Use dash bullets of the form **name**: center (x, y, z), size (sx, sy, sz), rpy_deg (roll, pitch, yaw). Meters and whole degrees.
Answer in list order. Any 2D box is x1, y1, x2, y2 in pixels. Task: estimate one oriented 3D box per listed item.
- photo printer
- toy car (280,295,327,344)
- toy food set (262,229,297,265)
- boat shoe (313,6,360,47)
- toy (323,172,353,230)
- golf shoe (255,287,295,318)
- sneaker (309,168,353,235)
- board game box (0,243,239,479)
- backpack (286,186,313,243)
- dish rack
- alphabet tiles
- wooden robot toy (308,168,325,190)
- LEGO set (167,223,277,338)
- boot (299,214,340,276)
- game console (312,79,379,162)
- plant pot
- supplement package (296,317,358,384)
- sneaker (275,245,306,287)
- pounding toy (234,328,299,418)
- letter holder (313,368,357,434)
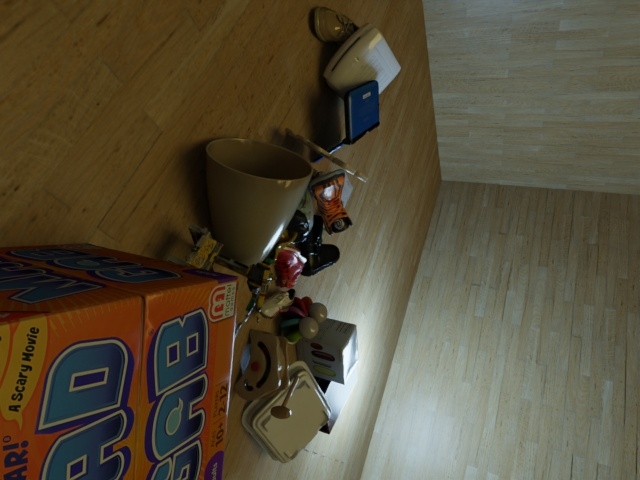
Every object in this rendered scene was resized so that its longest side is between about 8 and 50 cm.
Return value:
- **photo printer**: center (0.153, -0.638, 1.539), size (0.256, 0.107, 0.308), rpy_deg (-45, 160, 17)
- **toy car**: center (-0.077, 0.273, 1.471), size (0.136, 0.159, 0.182), rpy_deg (50, 44, -13)
- **toy food set**: center (-0.159, 0.022, 1.196), size (0.071, 0.218, 0.128), rpy_deg (43, 44, -12)
- **boat shoe**: center (0.072, -0.752, 1.464), size (0.302, 0.098, 0.109), rpy_deg (-21, 117, -61)
- **toy**: center (0.051, -0.150, 1.672), size (0.237, 0.056, 0.137), rpy_deg (-68, 155, -15)
- **golf shoe**: center (-0.144, 0.197, 1.341), size (0.085, 0.068, 0.186), rpy_deg (-57, 165, 16)
- **sneaker**: center (0.051, -0.120, 1.377), size (0.321, 0.125, 0.179), rpy_deg (68, 0, -85)
- **board game box**: center (-0.372, 0.210, 0.557), size (0.356, 0.357, 0.356), rpy_deg (-5, 103, -64)
- **backpack**: center (-0.080, -0.097, 1.306), size (0.151, 0.115, 0.181), rpy_deg (87, 0, -51)
- **dish rack**: center (-0.094, 0.614, 1.443), size (0.286, 0.072, 0.332), rpy_deg (-41, 128, -24)
- **alphabet tiles**: center (0.022, -0.268, 1.308), size (0.278, 0.284, 0.021), rpy_deg (18, 107, -52)
- **wooden robot toy**: center (-0.013, -0.219, 1.487), size (0.173, 0.079, 0.076), rpy_deg (54, 50, -56)
- **LEGO set**: center (-0.249, 0.124, 0.901), size (0.331, 0.255, 0.192), rpy_deg (-55, 173, -24)
- **boot**: center (0.000, 0.000, 1.565), size (0.246, 0.094, 0.207), rpy_deg (-30, 129, -51)
- **game console**: center (0.093, -0.440, 1.524), size (0.293, 0.174, 0.250), rpy_deg (-46, 138, -51)
- **plant pot**: center (-0.173, -0.083, 1.045), size (0.256, 0.257, 0.273), rpy_deg (-37, 148, -56)
- **supplement package**: center (0.028, 0.429, 1.640), size (0.149, 0.203, 0.194), rpy_deg (-45, 137, -51)
- **sneaker**: center (-0.113, 0.092, 1.375), size (0.221, 0.087, 0.127), rpy_deg (37, 64, -60)
- **pounding toy**: center (-0.168, 0.425, 1.320), size (0.155, 0.154, 0.269), rpy_deg (37, 46, -62)
- **letter holder**: center (0.022, 0.610, 1.754), size (0.302, 0.152, 0.214), rpy_deg (-48, 137, -49)
